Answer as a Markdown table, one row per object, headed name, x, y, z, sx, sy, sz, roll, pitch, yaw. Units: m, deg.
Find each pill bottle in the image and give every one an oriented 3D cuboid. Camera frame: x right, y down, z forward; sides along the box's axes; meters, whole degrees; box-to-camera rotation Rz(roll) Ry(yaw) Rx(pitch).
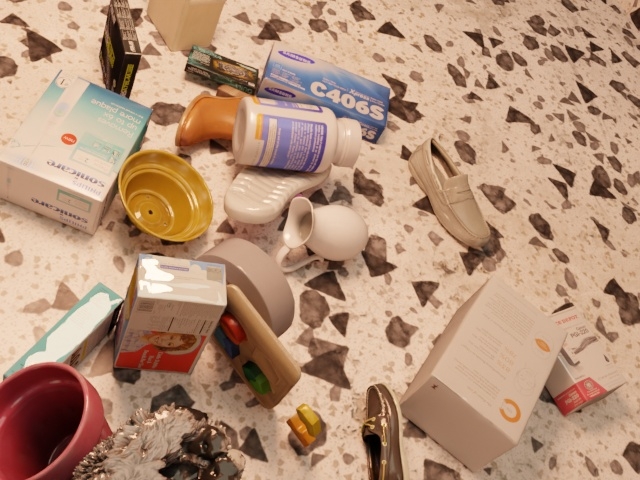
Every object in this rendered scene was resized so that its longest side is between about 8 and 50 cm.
| name | x | y | z | sx | sy | sz | roll | pitch | yaw |
| --- | --- | --- | --- | --- | --- | --- | --- | --- | --- |
| pill bottle | -0.052 | -0.233 | 1.705 | 0.271 | 0.152 | 0.152 | 5 | 54 | -19 |

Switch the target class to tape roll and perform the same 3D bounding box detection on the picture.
| name | x | y | z | sx | sy | sz | roll | pitch | yaw |
| --- | --- | --- | --- | --- | --- | --- | --- | --- | --- |
| tape roll | -0.154 | 0.107 | 1.467 | 0.219 | 0.219 | 0.072 | 44 | 50 | 10 |

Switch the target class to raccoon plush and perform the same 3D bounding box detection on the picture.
| name | x | y | z | sx | sy | sz | roll | pitch | yaw |
| --- | --- | --- | --- | --- | --- | --- | --- | --- | --- |
| raccoon plush | -0.311 | 0.397 | 1.136 | 0.446 | 0.299 | 0.216 | -3 | 62 | -23 |

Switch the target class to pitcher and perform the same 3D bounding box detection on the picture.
| name | x | y | z | sx | sy | sz | roll | pitch | yaw |
| --- | --- | --- | --- | --- | --- | --- | --- | --- | --- |
| pitcher | 0.000 | 0.000 | 1.692 | 0.207 | 0.178 | 0.125 | 10 | 26 | -48 |

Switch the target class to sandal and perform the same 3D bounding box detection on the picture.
| name | x | y | z | sx | sy | sz | roll | pitch | yaw |
| --- | --- | --- | --- | --- | --- | --- | --- | --- | --- |
| sandal | -0.109 | -0.117 | 1.740 | 0.169 | 0.102 | 0.416 | 23 | 29 | 16 |

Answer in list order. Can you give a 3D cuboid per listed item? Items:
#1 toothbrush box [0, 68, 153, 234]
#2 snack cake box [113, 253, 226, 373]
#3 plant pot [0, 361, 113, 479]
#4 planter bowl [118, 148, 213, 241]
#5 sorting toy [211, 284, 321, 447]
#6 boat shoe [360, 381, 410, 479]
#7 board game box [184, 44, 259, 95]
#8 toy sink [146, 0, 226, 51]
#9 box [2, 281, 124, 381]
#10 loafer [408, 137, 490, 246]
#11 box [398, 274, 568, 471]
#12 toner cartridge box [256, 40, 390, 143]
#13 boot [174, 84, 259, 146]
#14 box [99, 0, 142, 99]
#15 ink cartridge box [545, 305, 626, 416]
| name | x | y | z | sx | sy | sz | roll | pitch | yaw |
| --- | --- | --- | --- | --- | --- | --- | --- | --- | --- |
| toothbrush box | -0.511 | -0.188 | 1.580 | 0.216 | 0.126 | 0.296 | 24 | 50 | -8 |
| snack cake box | -0.274 | 0.139 | 1.353 | 0.152 | 0.264 | 0.089 | 8 | 52 | -21 |
| plant pot | -0.412 | 0.320 | 1.180 | 0.201 | 0.180 | 0.201 | -9 | 50 | 11 |
| planter bowl | -0.341 | -0.077 | 1.588 | 0.217 | 0.090 | 0.217 | 22 | 51 | -31 |
| sorting toy | -0.105 | 0.242 | 1.381 | 0.041 | 0.229 | 0.307 | -33 | 78 | -28 |
| boat shoe | 0.118 | 0.386 | 1.482 | 0.068 | 0.081 | 0.228 | 7 | 55 | -26 |
| board game box | -0.251 | -0.439 | 1.942 | 0.186 | 0.026 | 0.126 | 19 | 33 | -13 |
| toy sink | -0.334 | -0.627 | 1.926 | 0.131 | 0.234 | 0.153 | -19 | 65 | -35 |
| box | -0.454 | 0.189 | 1.338 | 0.060 | 0.100 | 0.244 | 35 | 48 | 3 |
| loafer | 0.341 | -0.126 | 1.958 | 0.112 | 0.111 | 0.319 | -18 | 65 | -35 |
| box | 0.352 | 0.277 | 1.621 | 0.215 | 0.168 | 0.345 | 39 | 48 | 5 |
| toner cartridge box | 0.013 | -0.397 | 2.028 | 0.347 | 0.075 | 0.165 | 19 | 48 | -12 |
| boot | -0.198 | -0.260 | 1.798 | 0.220 | 0.109 | 0.283 | 30 | 34 | 8 |
| box | -0.466 | -0.430 | 1.745 | 0.045 | 0.184 | 0.191 | -4 | 58 | -27 |
| ink cartridge box | 0.591 | 0.281 | 1.787 | 0.158 | 0.092 | 0.218 | -13 | 60 | -33 |
